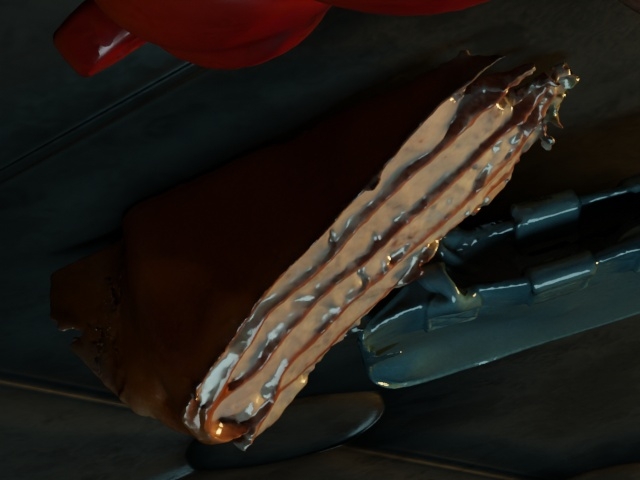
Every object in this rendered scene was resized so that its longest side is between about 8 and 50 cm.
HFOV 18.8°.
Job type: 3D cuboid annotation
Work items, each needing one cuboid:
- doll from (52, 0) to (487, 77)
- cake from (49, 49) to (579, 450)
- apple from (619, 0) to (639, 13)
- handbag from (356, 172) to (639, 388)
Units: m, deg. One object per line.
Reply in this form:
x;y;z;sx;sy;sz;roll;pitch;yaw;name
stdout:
0.032;-0.148;0.500;0.363;0.160;0.183;-38;179;41;doll
0.004;0.003;0.945;0.287;0.135;0.098;-32;140;17;cake
0.154;-0.137;0.672;0.153;0.120;0.153;-13;157;-5;apple
0.124;0.013;1.062;0.229;0.062;0.179;-17;166;0;handbag
